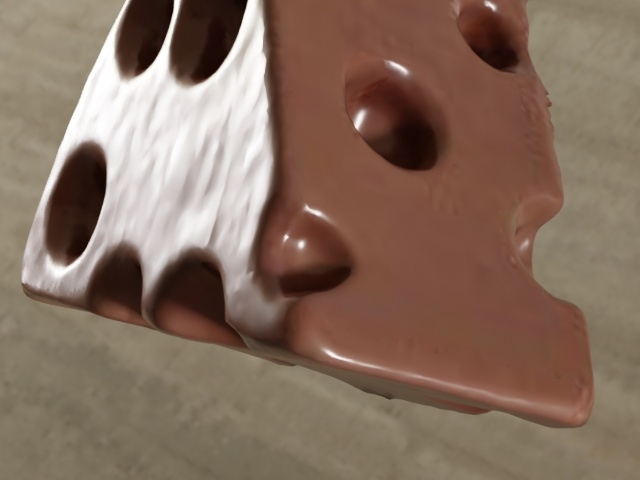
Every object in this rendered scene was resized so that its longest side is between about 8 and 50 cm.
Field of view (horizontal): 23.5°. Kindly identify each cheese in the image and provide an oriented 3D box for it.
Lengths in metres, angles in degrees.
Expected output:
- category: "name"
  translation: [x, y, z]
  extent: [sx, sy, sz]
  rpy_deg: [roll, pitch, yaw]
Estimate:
- category: "cheese"
  translation: [-0.014, -0.005, 0.550]
  extent: [0.128, 0.203, 0.177]
  rpy_deg: [15, -35, -33]
